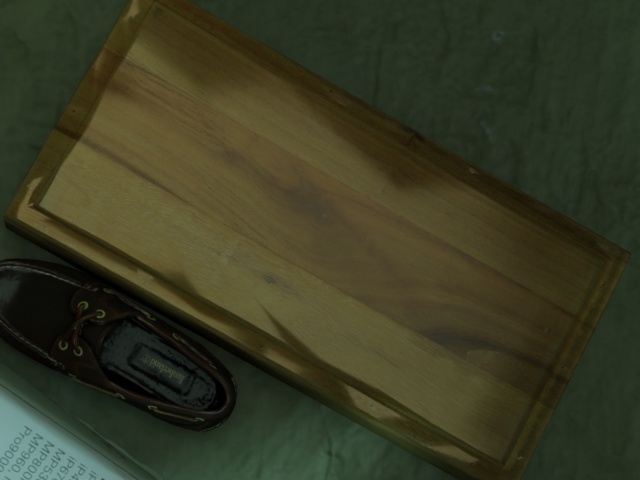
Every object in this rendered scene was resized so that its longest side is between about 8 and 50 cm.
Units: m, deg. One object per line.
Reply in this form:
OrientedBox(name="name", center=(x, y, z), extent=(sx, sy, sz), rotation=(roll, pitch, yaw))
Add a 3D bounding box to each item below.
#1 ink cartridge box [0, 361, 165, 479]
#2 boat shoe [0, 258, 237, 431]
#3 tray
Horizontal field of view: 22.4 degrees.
OrientedBox(name="ink cartridge box", center=(-0.304, 0.088, 0.948), extent=(0.384, 0.279, 0.160), rotation=(40, 80, -27))
OrientedBox(name="boat shoe", center=(-0.152, 0.070, 1.146), extent=(0.207, 0.073, 0.073), rotation=(25, 82, -4))
OrientedBox(name="tray", center=(0.000, 0.000, 1.180), extent=(0.411, 0.076, 0.203), rotation=(29, 79, -6))
